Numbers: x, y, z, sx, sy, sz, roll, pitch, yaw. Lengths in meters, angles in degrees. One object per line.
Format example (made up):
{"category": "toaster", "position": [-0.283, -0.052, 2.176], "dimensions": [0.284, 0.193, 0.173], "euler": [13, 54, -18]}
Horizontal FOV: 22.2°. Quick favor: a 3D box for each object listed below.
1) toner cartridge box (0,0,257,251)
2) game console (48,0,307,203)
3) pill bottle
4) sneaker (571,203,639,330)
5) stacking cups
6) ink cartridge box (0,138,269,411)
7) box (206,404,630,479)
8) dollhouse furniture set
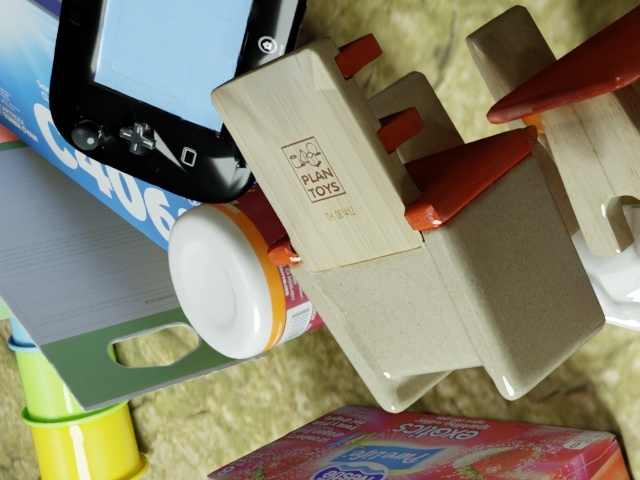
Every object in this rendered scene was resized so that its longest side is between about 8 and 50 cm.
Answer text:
{"category": "toner cartridge box", "position": [-0.142, -0.107, 1.070], "dimensions": [0.348, 0.075, 0.165], "euler": [34, 148, 40]}
{"category": "game console", "position": [-0.028, -0.154, 0.640], "dimensions": [0.213, 0.044, 0.361], "euler": [29, 133, 12]}
{"category": "pill bottle", "position": [0.000, 0.000, 0.892], "dimensions": [0.086, 0.152, 0.086], "euler": [33, 134, 42]}
{"category": "sneaker", "position": [0.178, -0.003, 0.723], "dimensions": [0.212, 0.080, 0.094], "euler": [16, 110, 43]}
{"category": "stacking cups", "position": [-0.213, 0.043, 1.296], "dimensions": [0.096, 0.096, 0.316], "euler": [6, 110, 54]}
{"category": "ink cartridge box", "position": [-0.170, 0.026, 1.133], "dimensions": [0.235, 0.171, 0.056], "euler": [52, 130, 22]}
{"category": "box", "position": [0.059, 0.181, 0.945], "dimensions": [0.257, 0.122, 0.128], "euler": [-2, 107, 56]}
{"category": "dollhouse furniture set", "position": [0.100, -0.060, 0.616], "dimensions": [0.262, 0.259, 0.135], "euler": [-15, 107, 55]}
